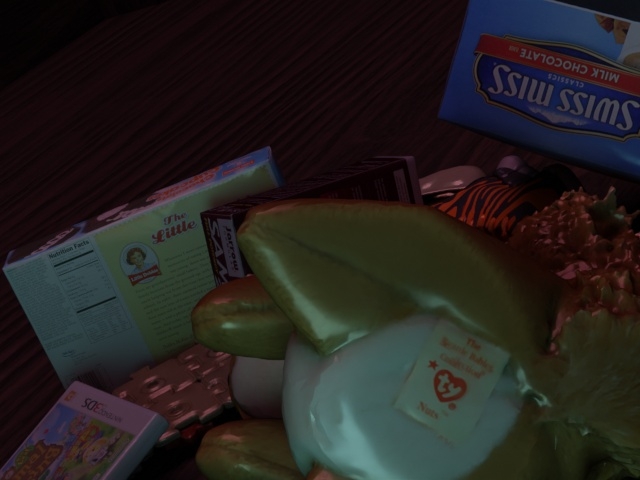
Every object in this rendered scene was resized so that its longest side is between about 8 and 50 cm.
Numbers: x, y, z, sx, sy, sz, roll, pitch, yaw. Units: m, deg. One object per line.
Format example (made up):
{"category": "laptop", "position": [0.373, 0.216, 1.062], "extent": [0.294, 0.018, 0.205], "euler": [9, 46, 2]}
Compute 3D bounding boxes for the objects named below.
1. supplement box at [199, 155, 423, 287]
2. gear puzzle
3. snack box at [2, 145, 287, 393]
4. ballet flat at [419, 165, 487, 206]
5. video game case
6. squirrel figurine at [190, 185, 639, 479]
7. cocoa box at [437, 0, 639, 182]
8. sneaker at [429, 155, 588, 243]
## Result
{"category": "supplement box", "position": [0.000, 0.000, 1.738], "extent": [0.239, 0.130, 0.073], "euler": [-18, 13, -31]}
{"category": "gear puzzle", "position": [-0.113, 0.154, 1.675], "extent": [0.339, 0.044, 0.175], "euler": [-28, 23, -15]}
{"category": "snack box", "position": [-0.167, 0.042, 1.811], "extent": [0.322, 0.187, 0.060], "euler": [-21, 19, 6]}
{"category": "ballet flat", "position": [0.079, -0.020, 1.869], "extent": [0.248, 0.086, 0.086], "euler": [-20, 19, 10]}
{"category": "video game case", "position": [-0.259, 0.235, 1.562], "extent": [0.212, 0.023, 0.193], "euler": [-51, 28, -17]}
{"category": "squirrel figurine", "position": [0.096, 0.107, 1.242], "extent": [0.397, 0.281, 0.370], "euler": [-9, -4, -7]}
{"category": "cocoa box", "position": [0.280, -0.176, 1.520], "extent": [0.231, 0.228, 0.347], "euler": [18, 5, 17]}
{"category": "sneaker", "position": [0.176, 0.011, 1.630], "extent": [0.180, 0.125, 0.321], "euler": [-30, 9, -5]}
